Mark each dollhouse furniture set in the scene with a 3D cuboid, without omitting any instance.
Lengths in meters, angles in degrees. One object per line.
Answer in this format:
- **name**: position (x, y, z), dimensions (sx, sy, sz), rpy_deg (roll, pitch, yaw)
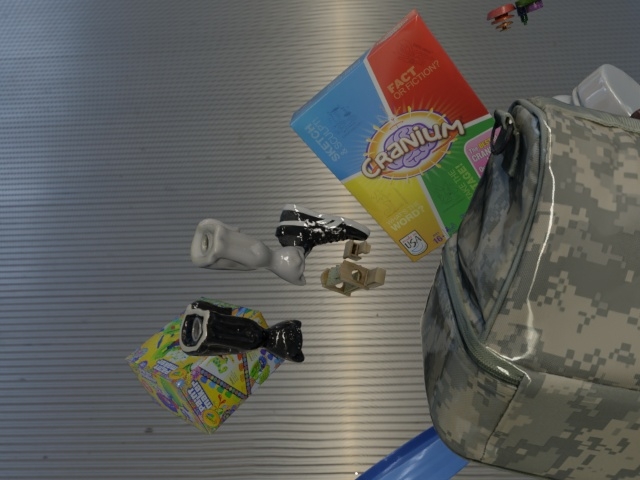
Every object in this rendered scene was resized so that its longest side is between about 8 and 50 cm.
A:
- **dollhouse furniture set**: position (0.095, 0.049, 1.430), dimensions (0.101, 0.182, 0.161), rpy_deg (22, 65, -21)

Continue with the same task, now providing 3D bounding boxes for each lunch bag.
- **lunch bag**: position (0.254, 0.037, 0.409), dimensions (0.305, 0.256, 0.212), rpy_deg (12, 29, 1)

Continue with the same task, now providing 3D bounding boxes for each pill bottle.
- **pill bottle**: position (0.441, -0.140, 0.996), dimensions (0.204, 0.361, 0.204), rpy_deg (19, 50, -24)

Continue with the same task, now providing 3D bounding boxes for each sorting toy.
- **sorting toy**: position (0.329, -0.375, 0.863), dimensions (0.102, 0.042, 0.061), rpy_deg (-9, 19, 41)

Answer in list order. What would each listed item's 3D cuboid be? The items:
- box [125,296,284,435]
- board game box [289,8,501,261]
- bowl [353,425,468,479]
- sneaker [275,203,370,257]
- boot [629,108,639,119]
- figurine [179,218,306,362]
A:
- **box**: position (-0.310, 0.318, 1.402), dimensions (0.290, 0.177, 0.279), rpy_deg (5, 36, 46)
- **board game box**: position (0.145, -0.146, 0.817), dimensions (0.242, 0.316, 0.064), rpy_deg (-36, 21, 23)
- **bowl**: position (0.199, 0.511, 1.166), dimensions (0.391, 0.391, 0.077), rpy_deg (-31, 72, -10)
- **sneaker**: position (0.000, 0.000, 1.232), dimensions (0.217, 0.079, 0.121), rpy_deg (15, 76, 7)
- **boot**: position (0.516, -0.081, 0.637), dimensions (0.248, 0.090, 0.207), rpy_deg (8, 40, -28)
- **figurine**: position (-0.103, 0.084, 0.836), dimensions (0.209, 0.092, 0.215), rpy_deg (17, 67, -37)
